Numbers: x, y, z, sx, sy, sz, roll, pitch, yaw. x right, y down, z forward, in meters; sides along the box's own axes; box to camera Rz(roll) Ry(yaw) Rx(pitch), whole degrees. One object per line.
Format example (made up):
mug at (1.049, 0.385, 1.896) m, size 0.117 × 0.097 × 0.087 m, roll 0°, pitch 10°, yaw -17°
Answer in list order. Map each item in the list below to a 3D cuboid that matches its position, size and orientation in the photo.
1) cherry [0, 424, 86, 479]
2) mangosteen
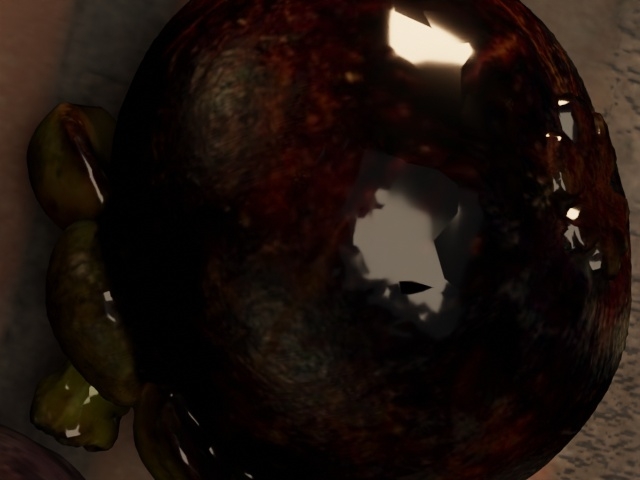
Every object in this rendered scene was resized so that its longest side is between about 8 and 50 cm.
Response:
cherry at (-0.187, 0.186, 0.958) m, size 0.195 × 0.195 × 0.195 m, roll -2°, pitch 95°, yaw -21°
mangosteen at (0.012, -0.002, 0.978) m, size 0.330 × 0.330 × 0.330 m, roll -2°, pitch 95°, yaw -21°
